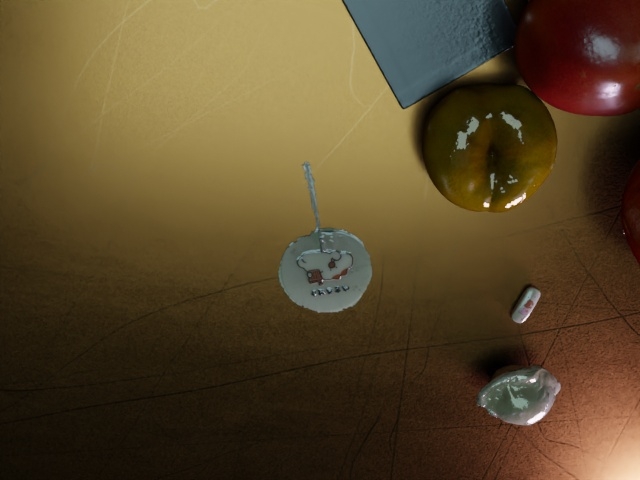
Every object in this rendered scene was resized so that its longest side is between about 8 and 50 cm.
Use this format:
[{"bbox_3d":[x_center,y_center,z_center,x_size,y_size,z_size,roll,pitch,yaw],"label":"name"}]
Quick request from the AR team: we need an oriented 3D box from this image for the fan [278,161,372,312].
[{"bbox_3d":[0.000,0.000,1.572,0.191,0.009,0.328,-8,111,0],"label":"fan"}]

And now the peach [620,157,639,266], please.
[{"bbox_3d":[0.730,-0.061,1.429,0.370,0.370,0.369,-1,111,-3],"label":"peach"}]

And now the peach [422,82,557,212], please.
[{"bbox_3d":[0.310,-0.169,1.455,0.251,0.153,0.251,0,104,1],"label":"peach"}]

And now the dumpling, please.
[{"bbox_3d":[0.425,0.317,1.665,0.199,0.118,0.136,11,113,-30],"label":"dumpling"}]

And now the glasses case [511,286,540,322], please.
[{"bbox_3d":[0.426,0.134,1.640,0.032,0.021,0.083,23,108,-13],"label":"glasses case"}]

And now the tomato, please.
[{"bbox_3d":[0.486,-0.336,1.333,0.299,0.226,0.298,-16,145,-11],"label":"tomato"}]

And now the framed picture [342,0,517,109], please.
[{"bbox_3d":[0.179,-0.440,1.416,0.255,0.014,0.338,-30,110,7],"label":"framed picture"}]
